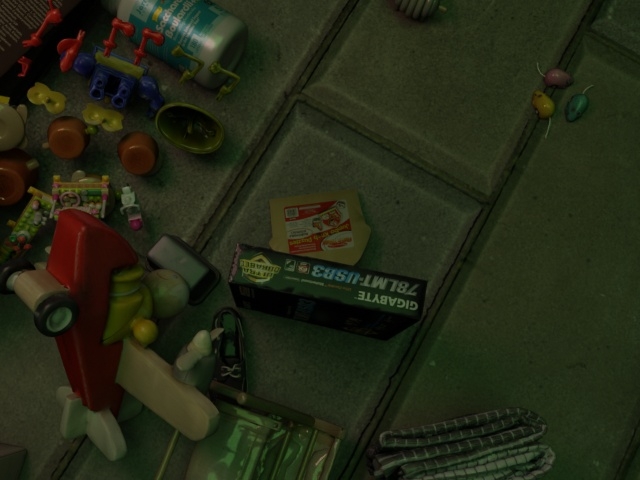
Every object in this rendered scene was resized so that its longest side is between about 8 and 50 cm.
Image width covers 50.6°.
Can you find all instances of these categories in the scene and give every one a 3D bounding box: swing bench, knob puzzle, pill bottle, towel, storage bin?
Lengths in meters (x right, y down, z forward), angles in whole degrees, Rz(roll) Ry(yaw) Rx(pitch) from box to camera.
[{"bbox_3d":[-0.123,0.386,1.111,0.255,0.165,0.253,32,73,-38],"label":"swing bench"},{"bbox_3d":[0.000,0.000,1.269,0.213,0.030,0.213,0,61,1],"label":"knob puzzle"},{"bbox_3d":[-0.281,-0.414,1.289,0.264,0.146,0.146,31,78,2],"label":"pill bottle"},{"bbox_3d":[0.213,0.354,1.124,0.284,0.235,0.121,-11,76,-7],"label":"towel"},{"bbox_3d":[-0.258,0.051,1.222,0.135,0.091,0.098,39,78,5],"label":"storage bin"}]

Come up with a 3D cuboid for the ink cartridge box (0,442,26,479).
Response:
[{"bbox_3d":[-0.611,0.365,1.030,0.207,0.283,0.117,12,77,-1],"label":"ink cartridge box"}]

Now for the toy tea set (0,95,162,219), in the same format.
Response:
[{"bbox_3d":[-0.466,-0.149,1.240,0.336,0.124,0.200,10,113,-20],"label":"toy tea set"}]

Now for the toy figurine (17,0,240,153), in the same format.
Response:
[{"bbox_3d":[-0.342,-0.312,1.245,0.363,0.217,0.191,17,110,-20],"label":"toy figurine"}]

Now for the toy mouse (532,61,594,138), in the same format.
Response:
[{"bbox_3d":[0.503,-0.303,1.385,0.143,0.031,0.160,-15,80,-7],"label":"toy mouse"}]

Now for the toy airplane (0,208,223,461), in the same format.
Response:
[{"bbox_3d":[-0.324,0.153,1.094,0.272,0.384,0.386,-33,92,-36],"label":"toy airplane"}]

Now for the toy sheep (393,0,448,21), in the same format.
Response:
[{"bbox_3d":[0.196,-0.491,1.372,0.132,0.091,0.091,19,77,0],"label":"toy sheep"}]

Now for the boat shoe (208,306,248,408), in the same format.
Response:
[{"bbox_3d":[-0.168,0.220,1.206,0.075,0.065,0.206,0,78,-5],"label":"boat shoe"}]

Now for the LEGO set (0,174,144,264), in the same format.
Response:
[{"bbox_3d":[-0.456,-0.026,1.171,0.287,0.132,0.107,-19,37,0],"label":"LEGO set"}]

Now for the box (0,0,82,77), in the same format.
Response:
[{"bbox_3d":[-0.568,-0.403,1.216,0.381,0.191,0.143,-48,119,-7],"label":"box"}]

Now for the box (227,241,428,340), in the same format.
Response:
[{"bbox_3d":[0.001,0.093,1.129,0.294,0.295,0.073,11,75,-3],"label":"box"}]
